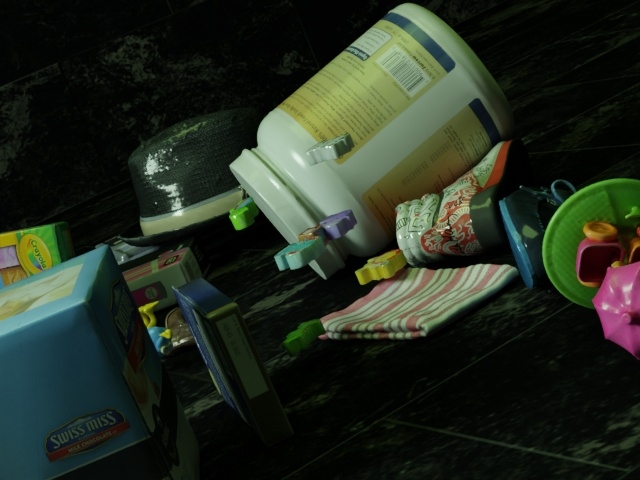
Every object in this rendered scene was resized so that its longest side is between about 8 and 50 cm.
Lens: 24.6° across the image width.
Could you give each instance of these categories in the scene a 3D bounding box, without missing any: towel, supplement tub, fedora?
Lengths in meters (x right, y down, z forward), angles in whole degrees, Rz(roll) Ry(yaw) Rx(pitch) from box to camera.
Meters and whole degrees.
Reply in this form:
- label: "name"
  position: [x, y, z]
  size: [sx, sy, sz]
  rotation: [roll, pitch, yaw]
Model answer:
- label: "towel"
  position: [0.099, 0.064, 1.573]
  size: [0.144, 0.029, 0.197]
  rotation: [-31, 15, -34]
- label: "supplement tub"
  position: [0.064, -0.123, 1.872]
  size: [0.316, 0.228, 0.228]
  rotation: [-40, 14, -4]
- label: "fedora"
  position: [-0.182, -0.116, 2.314]
  size: [0.334, 0.152, 0.334]
  rotation: [-20, 11, 4]

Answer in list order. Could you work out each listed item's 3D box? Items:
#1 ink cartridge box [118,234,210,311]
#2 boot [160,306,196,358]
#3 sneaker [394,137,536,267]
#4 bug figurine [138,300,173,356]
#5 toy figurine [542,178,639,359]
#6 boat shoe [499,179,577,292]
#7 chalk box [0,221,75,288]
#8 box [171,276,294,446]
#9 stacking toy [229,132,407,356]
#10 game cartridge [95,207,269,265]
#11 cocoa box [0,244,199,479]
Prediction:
- label: "ink cartridge box"
  position: [-0.349, 0.100, 2.164]
  size: [0.371, 0.069, 0.176]
  rotation: [-23, 11, 8]
- label: "boot"
  position: [-0.143, 0.103, 1.821]
  size: [0.114, 0.037, 0.106]
  rotation: [-20, 25, 25]
- label: "sneaker"
  position: [0.173, -0.048, 1.787]
  size: [0.145, 0.090, 0.270]
  rotation: [-15, 16, 22]
- label: "bug figurine"
  position: [-0.295, 0.177, 1.689]
  size: [0.279, 0.072, 0.216]
  rotation: [-38, 12, -38]
- label: "toy figurine"
  position: [0.285, 0.039, 1.230]
  size: [0.173, 0.130, 0.159]
  rotation: [2, 26, -3]
- label: "boat shoe"
  position: [0.237, -0.023, 1.528]
  size: [0.089, 0.109, 0.258]
  rotation: [-17, 15, 10]
- label: "chalk box"
  position: [-0.407, 0.073, 1.975]
  size: [0.289, 0.179, 0.180]
  rotation: [-12, 2, -7]
- label: "box"
  position: [-0.091, 0.111, 1.442]
  size: [0.036, 0.136, 0.225]
  rotation: [-26, 12, -12]
- label: "stacking toy"
  position: [0.000, 0.000, 1.578]
  size: [0.052, 0.167, 0.221]
  rotation: [-14, 17, 38]
- label: "game cartridge"
  position: [-0.240, -0.009, 2.460]
  size: [0.355, 0.068, 0.230]
  rotation: [-26, 16, -16]
- label: "cocoa box"
  position: [-0.305, 0.185, 1.284]
  size: [0.347, 0.228, 0.231]
  rotation: [-22, 12, 1]
